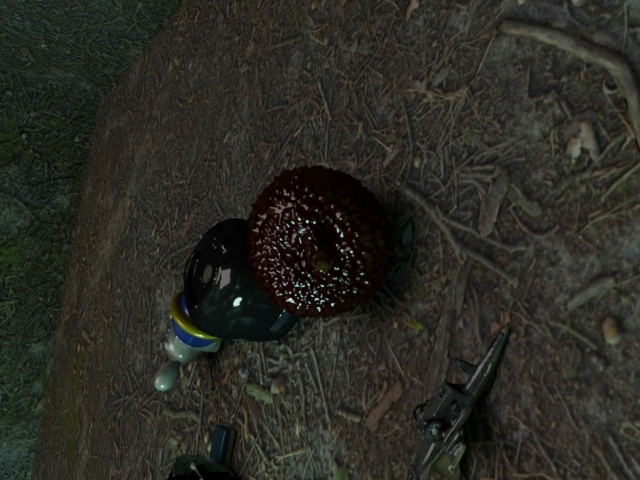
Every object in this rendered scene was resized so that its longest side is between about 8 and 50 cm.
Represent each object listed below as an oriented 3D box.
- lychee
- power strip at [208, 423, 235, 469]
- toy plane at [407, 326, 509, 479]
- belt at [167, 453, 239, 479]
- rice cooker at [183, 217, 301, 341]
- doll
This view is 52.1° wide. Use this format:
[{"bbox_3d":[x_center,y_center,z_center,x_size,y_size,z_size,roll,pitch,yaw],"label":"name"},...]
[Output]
[{"bbox_3d":[0.000,0.000,1.178,0.304,0.275,0.276,-108,40,-76],"label":"lychee"},{"bbox_3d":[-0.231,0.493,1.511,0.056,0.032,0.123,1,78,56],"label":"power strip"},{"bbox_3d":[0.195,0.236,0.958,0.192,0.088,0.262,-147,79,-83],"label":"toy plane"},{"bbox_3d":[-0.245,0.539,1.401,0.198,0.151,0.078,32,106,28],"label":"belt"},{"bbox_3d":[-0.161,0.085,1.410,0.267,0.224,0.267,-29,52,45],"label":"rice cooker"},{"bbox_3d":[-0.303,0.209,1.664,0.311,0.159,0.243,-97,20,-68],"label":"doll"}]
